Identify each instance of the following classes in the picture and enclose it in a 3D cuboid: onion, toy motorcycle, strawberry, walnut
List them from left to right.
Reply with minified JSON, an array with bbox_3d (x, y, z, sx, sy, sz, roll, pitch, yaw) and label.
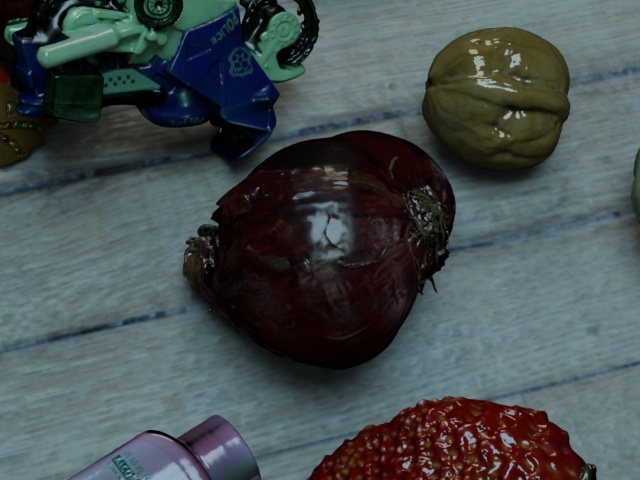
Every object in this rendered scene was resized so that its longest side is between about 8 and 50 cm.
[{"bbox_3d":[-0.154,-0.176,1.682,0.331,0.196,0.125,-3,19,-29],"label":"toy motorcycle"},{"bbox_3d":[0.017,-0.003,1.617,0.281,0.281,0.221,-37,115,-24],"label":"onion"},{"bbox_3d":[0.117,0.272,1.466,0.258,0.261,0.261,9,60,-10],"label":"strawberry"},{"bbox_3d":[0.188,-0.152,1.762,0.167,0.149,0.166,-1,93,-21],"label":"walnut"}]

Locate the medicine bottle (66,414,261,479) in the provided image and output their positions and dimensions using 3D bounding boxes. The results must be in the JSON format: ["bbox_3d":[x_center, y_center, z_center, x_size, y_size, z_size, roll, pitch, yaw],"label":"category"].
[{"bbox_3d":[-0.153,0.242,1.518,0.188,0.094,0.119,-32,72,-22],"label":"medicine bottle"}]

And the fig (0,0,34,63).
[{"bbox_3d":[-0.338,-0.335,1.773,0.217,0.217,0.321,-27,50,-20],"label":"fig"}]

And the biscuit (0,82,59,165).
[{"bbox_3d":[-0.319,-0.121,1.724,0.082,0.016,0.092,30,71,-29],"label":"biscuit"}]

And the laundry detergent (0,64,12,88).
[{"bbox_3d":[-0.407,-0.137,1.720,0.097,0.049,0.165,38,64,13],"label":"laundry detergent"}]

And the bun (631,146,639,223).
[{"bbox_3d":[0.426,-0.036,1.735,0.213,0.126,0.204,-4,36,-16],"label":"bun"}]
